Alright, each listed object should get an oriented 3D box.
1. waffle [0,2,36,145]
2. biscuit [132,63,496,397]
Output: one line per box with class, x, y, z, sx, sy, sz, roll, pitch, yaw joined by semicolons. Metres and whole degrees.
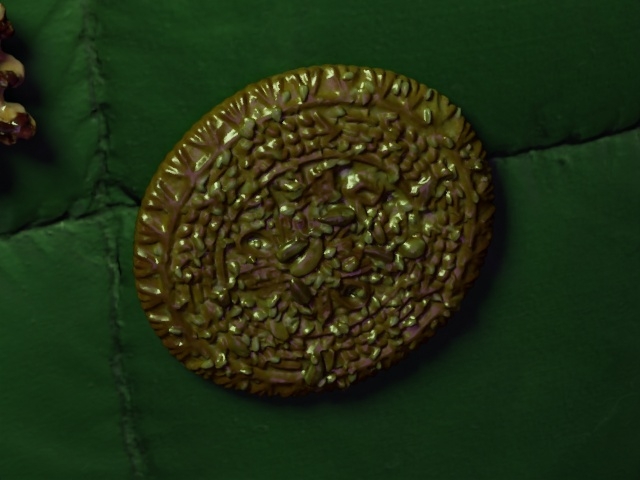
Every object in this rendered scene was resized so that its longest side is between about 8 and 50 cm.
waffle;-0.319;-0.102;1.291;0.234;0.055;0.221;-29;126;4
biscuit;0.000;0.000;1.469;0.305;0.038;0.305;-9;121;-15
